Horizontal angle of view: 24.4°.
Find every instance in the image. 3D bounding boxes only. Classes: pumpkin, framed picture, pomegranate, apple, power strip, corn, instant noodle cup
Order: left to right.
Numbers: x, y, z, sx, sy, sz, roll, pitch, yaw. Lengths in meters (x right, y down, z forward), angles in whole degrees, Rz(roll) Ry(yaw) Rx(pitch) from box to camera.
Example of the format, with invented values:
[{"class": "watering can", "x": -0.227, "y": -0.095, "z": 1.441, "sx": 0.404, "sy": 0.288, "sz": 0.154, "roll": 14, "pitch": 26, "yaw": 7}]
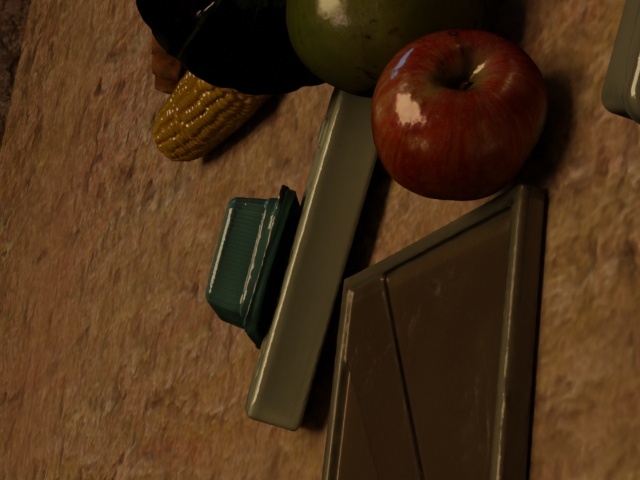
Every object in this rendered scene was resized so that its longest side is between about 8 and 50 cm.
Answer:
[{"class": "corn", "x": -0.144, "y": -0.179, "z": 1.933, "sx": 0.305, "sy": 0.106, "sz": 0.106, "roll": 143, "pitch": 138, "yaw": -58}, {"class": "instant noodle cup", "x": -0.071, "y": 0.027, "z": 1.569, "sx": 0.179, "sy": 0.070, "sz": 0.157, "roll": 78, "pitch": -154, "yaw": -77}, {"class": "pumpkin", "x": -0.057, "y": -0.288, "z": 1.514, "sx": 0.296, "sy": 0.296, "sz": 0.296, "roll": -47, "pitch": 35, "yaw": 48}, {"class": "power strip", "x": 0.000, "y": 0.000, "z": 1.511, "sx": 0.091, "sy": 0.062, "sz": 0.385, "roll": 180, "pitch": 105, "yaw": -84}, {"class": "pomegranate", "x": 0.054, "y": -0.228, "z": 1.329, "sx": 0.179, "sy": 0.179, "sz": 0.210, "roll": 8, "pitch": 117, "yaw": 67}, {"class": "framed picture", "x": 0.078, "y": 0.203, "z": 1.263, "sx": 0.326, "sy": 0.028, "sz": 0.446, "roll": -30, "pitch": 48, "yaw": 60}, {"class": "apple", "x": 0.112, "y": -0.101, "z": 1.233, "sx": 0.131, "sy": 0.146, "sz": 0.146, "roll": 92, "pitch": 177, "yaw": -54}]

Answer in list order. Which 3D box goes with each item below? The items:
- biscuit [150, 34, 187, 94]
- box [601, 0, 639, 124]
[{"class": "biscuit", "x": -0.146, "y": -0.389, "z": 1.970, "sx": 0.385, "sy": 0.062, "sz": 0.365, "roll": 107, "pitch": 180, "yaw": -67}, {"class": "box", "x": 0.256, "y": -0.141, "z": 0.969, "sx": 0.093, "sy": 0.124, "sz": 0.172, "roll": -171, "pitch": 98, "yaw": -78}]
